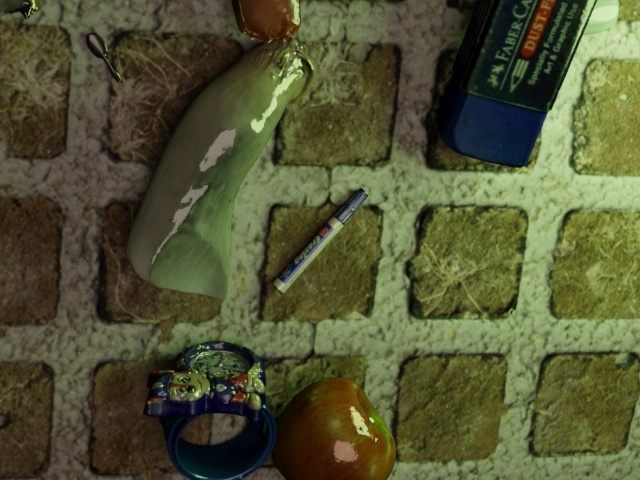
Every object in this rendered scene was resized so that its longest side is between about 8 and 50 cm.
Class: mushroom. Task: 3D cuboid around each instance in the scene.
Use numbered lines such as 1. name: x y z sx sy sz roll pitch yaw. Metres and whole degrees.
1. mushroom: -0.142 -0.117 1.945 0.177 0.126 0.397 16 102 -40

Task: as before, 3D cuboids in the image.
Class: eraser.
1. eraser: 0.284 -0.276 1.991 0.155 0.101 0.332 12 119 -12

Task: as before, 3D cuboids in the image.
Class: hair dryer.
1. hair dryer: 0.341 -0.424 2.040 0.206 0.075 0.237 -5 100 -9

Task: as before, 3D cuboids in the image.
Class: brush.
1. brush: -0.304 -0.257 1.913 0.024 0.008 0.083 -35 114 -6

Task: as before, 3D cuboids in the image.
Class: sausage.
1. sausage: -0.092 -0.440 1.875 0.102 0.102 0.330 -14 109 -13

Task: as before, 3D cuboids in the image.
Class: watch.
1. watch: -0.165 0.267 2.046 0.196 0.171 0.200 0 118 -5

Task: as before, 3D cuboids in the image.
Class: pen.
1. pen: 0.000 0.000 2.076 0.025 0.025 0.204 41 91 -23

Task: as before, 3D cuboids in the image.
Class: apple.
1. apple: 0.017 0.318 2.091 0.196 0.196 0.196 -5 108 -16

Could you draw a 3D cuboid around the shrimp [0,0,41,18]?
1. shrimp: -0.510 -0.389 1.775 0.287 0.068 0.185 -1 111 -16
